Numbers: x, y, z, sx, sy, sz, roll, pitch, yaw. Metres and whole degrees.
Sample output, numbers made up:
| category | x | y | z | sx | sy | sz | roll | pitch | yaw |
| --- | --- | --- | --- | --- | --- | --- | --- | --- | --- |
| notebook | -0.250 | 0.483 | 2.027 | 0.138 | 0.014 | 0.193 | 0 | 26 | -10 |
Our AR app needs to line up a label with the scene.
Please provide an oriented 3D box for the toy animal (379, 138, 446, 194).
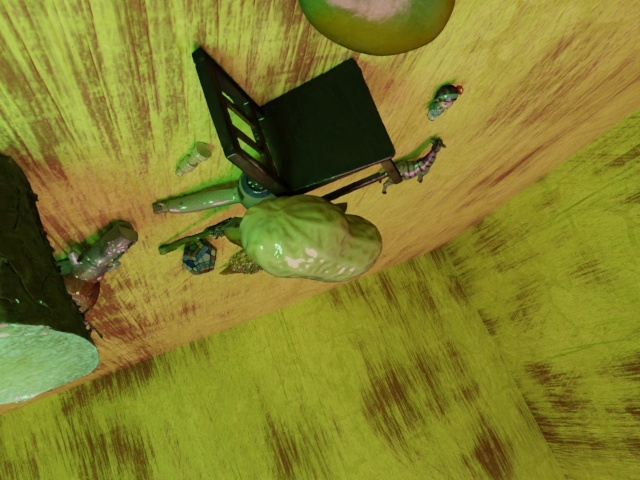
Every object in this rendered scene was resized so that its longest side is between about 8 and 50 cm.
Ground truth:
| category | x | y | z | sx | sy | sz | roll | pitch | yaw |
| --- | --- | --- | --- | --- | --- | --- | --- | --- | --- |
| toy animal | 0.283 | -0.230 | 1.323 | 0.216 | 0.074 | 0.176 | -20 | 159 | 1 |

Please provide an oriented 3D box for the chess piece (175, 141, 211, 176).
| category | x | y | z | sx | sy | sz | roll | pitch | yaw |
| --- | --- | --- | --- | --- | --- | --- | --- | --- | --- |
| chess piece | -0.254 | -0.152 | 0.831 | 0.092 | 0.035 | 0.035 | -30 | 165 | 34 |

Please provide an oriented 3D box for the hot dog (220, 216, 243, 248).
| category | x | y | z | sx | sy | sz | roll | pitch | yaw |
| --- | --- | --- | --- | --- | --- | --- | --- | --- | --- |
| hot dog | -0.115 | -0.008 | 0.976 | 0.162 | 0.082 | 0.270 | 7 | -178 | -45 |

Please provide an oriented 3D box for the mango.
| category | x | y | z | sx | sy | sz | roll | pitch | yaw |
| --- | --- | --- | --- | --- | --- | --- | --- | --- | --- |
| mango | 0.078 | -0.327 | 0.580 | 0.251 | 0.114 | 0.156 | -16 | 170 | -30 |

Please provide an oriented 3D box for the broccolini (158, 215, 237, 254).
| category | x | y | z | sx | sy | sz | roll | pitch | yaw |
| --- | --- | --- | --- | --- | --- | --- | --- | --- | --- |
| broccolini | -0.322 | -0.001 | 1.127 | 0.254 | 0.058 | 0.071 | -23 | 149 | 20 |

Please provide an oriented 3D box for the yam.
| category | x | y | z | sx | sy | sz | roll | pitch | yaw |
| --- | --- | --- | --- | --- | --- | --- | --- | --- | --- |
| yam | -0.476 | 0.045 | 0.588 | 0.240 | 0.348 | 0.241 | -28 | 162 | -10 |

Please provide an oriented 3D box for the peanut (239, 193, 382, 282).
| category | x | y | z | sx | sy | sz | roll | pitch | yaw |
| --- | --- | --- | --- | --- | --- | --- | --- | --- | --- |
| peanut | 0.000 | 0.000 | 0.775 | 0.313 | 0.152 | 0.152 | 15 | 141 | -44 |

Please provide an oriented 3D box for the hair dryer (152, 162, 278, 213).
| category | x | y | z | sx | sy | sz | roll | pitch | yaw |
| --- | --- | --- | --- | --- | --- | --- | --- | --- | --- |
| hair dryer | -0.198 | -0.096 | 1.039 | 0.298 | 0.119 | 0.296 | -12 | 173 | 16 |

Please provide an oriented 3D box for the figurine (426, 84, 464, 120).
| category | x | y | z | sx | sy | sz | roll | pitch | yaw |
| --- | --- | --- | --- | --- | --- | --- | --- | --- | --- |
| figurine | 0.297 | -0.333 | 1.028 | 0.059 | 0.047 | 0.106 | -10 | 164 | -16 |

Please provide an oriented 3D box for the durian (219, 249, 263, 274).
| category | x | y | z | sx | sy | sz | roll | pitch | yaw |
| --- | --- | --- | --- | --- | --- | --- | --- | --- | --- |
| durian | -0.269 | 0.091 | 1.544 | 0.224 | 0.078 | 0.140 | -29 | 164 | 14 |

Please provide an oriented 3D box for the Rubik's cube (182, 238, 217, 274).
| category | x | y | z | sx | sy | sz | roll | pitch | yaw |
| --- | --- | --- | --- | --- | --- | --- | --- | --- | --- |
| Rubik's cube | -0.353 | 0.048 | 1.244 | 0.093 | 0.111 | 0.111 | -55 | 159 | 7 |

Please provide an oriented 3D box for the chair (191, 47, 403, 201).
| category | x | y | z | sx | sy | sz | roll | pitch | yaw |
| --- | --- | --- | --- | --- | --- | --- | --- | --- | --- |
| chair | -0.002 | -0.197 | 0.755 | 0.240 | 0.203 | 0.416 | -22 | 167 | 8 |

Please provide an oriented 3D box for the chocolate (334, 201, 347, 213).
| category | x | y | z | sx | sy | sz | roll | pitch | yaw |
| --- | --- | --- | --- | --- | --- | --- | --- | --- | --- |
| chocolate | 0.007 | -0.051 | 0.870 | 0.100 | 0.031 | 0.064 | -9 | 160 | -27 |

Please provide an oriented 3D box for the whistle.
| category | x | y | z | sx | sy | sz | roll | pitch | yaw |
| --- | --- | --- | --- | --- | --- | --- | --- | --- | --- |
| whistle | -0.559 | 0.082 | 1.000 | 0.346 | 0.134 | 0.142 | -37 | 126 | 16 |
